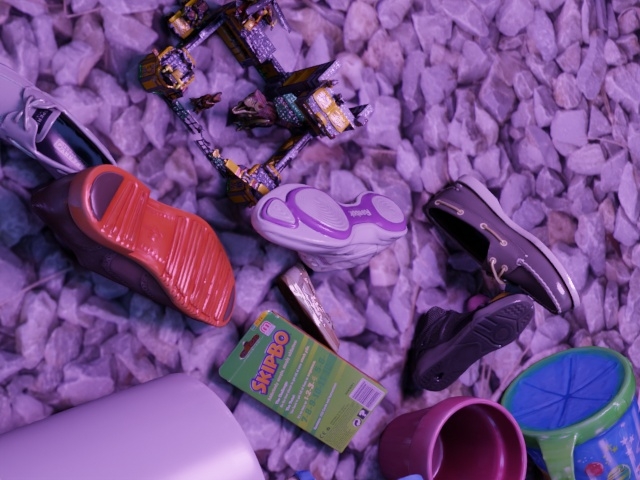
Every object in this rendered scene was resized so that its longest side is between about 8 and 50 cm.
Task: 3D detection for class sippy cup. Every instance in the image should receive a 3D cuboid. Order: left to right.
[{"bbox_3d":[0.453,0.336,2.133,0.305,0.240,0.224,-38,114,-23],"label":"sippy cup"}]

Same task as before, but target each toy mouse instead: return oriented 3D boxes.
[{"bbox_3d":[0.300,0.093,2.117,0.031,0.161,0.143,65,21,-9],"label":"toy mouse"}]

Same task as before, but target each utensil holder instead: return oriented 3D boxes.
[{"bbox_3d":[-0.298,0.368,1.582,0.385,0.327,0.328,-20,99,-34],"label":"utensil holder"}]

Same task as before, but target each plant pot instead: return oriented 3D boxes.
[{"bbox_3d":[0.194,0.343,1.986,0.201,0.180,0.201,2,87,-33],"label":"plant pot"}]

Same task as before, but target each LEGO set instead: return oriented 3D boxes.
[{"bbox_3d":[-0.083,-0.213,1.818,0.255,0.192,0.331,-39,108,-28],"label":"LEGO set"}]

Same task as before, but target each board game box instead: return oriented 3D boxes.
[{"bbox_3d":[-0.028,0.212,1.910,0.259,0.039,0.124,36,92,-29],"label":"board game box"}]

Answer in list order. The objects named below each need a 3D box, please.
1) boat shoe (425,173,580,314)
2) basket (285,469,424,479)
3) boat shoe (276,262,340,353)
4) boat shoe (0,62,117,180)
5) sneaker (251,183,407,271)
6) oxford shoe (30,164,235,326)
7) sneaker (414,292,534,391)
[{"bbox_3d":[0.293,0.020,2.033,0.091,0.305,0.109,-33,150,-16],"label":"boat shoe"},{"bbox_3d":[0.007,0.441,1.809,0.289,0.255,0.201,-10,52,-19],"label":"basket"},{"bbox_3d":[-0.009,0.107,1.938,0.048,0.056,0.153,-39,101,-23],"label":"boat shoe"},{"bbox_3d":[-0.384,-0.156,1.681,0.267,0.088,0.096,44,66,-24],"label":"boat shoe"},{"bbox_3d":[0.000,0.000,1.873,0.305,0.152,0.114,5,49,-48],"label":"sneaker"},{"bbox_3d":[-0.250,0.011,1.755,0.364,0.132,0.130,46,50,-43],"label":"oxford shoe"},{"bbox_3d":[0.238,0.134,2.026,0.087,0.227,0.130,35,27,-30],"label":"sneaker"}]
